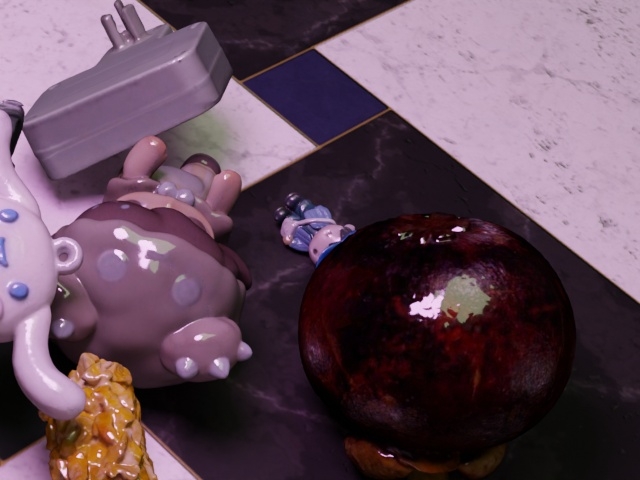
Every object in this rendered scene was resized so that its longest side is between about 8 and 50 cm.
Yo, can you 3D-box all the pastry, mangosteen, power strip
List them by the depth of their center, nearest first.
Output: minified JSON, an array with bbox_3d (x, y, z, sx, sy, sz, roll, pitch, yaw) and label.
[{"bbox_3d":[-0.204,0.234,1.527,0.102,0.154,0.250,-14,48,-7],"label":"pastry"},{"bbox_3d":[0.128,0.113,1.700,0.297,0.293,0.297,-21,25,10],"label":"mangosteen"},{"bbox_3d":[-0.229,-0.200,1.904,0.229,0.141,0.261,-22,18,13],"label":"power strip"}]

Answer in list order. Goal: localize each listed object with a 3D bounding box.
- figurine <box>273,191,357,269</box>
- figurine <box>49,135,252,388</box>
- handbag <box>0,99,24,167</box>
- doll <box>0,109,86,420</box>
[{"bbox_3d":[0.005,0.002,1.914,0.079,0.077,0.136,30,12,-43],"label":"figurine"},{"bbox_3d":[-0.189,0.017,1.738,0.248,0.203,0.380,21,30,-10],"label":"figurine"},{"bbox_3d":[-0.454,-0.080,1.685,0.248,0.260,0.079,8,67,-18],"label":"handbag"},{"bbox_3d":[-0.350,0.064,1.522,0.243,0.159,0.311,-24,74,-30],"label":"doll"}]
